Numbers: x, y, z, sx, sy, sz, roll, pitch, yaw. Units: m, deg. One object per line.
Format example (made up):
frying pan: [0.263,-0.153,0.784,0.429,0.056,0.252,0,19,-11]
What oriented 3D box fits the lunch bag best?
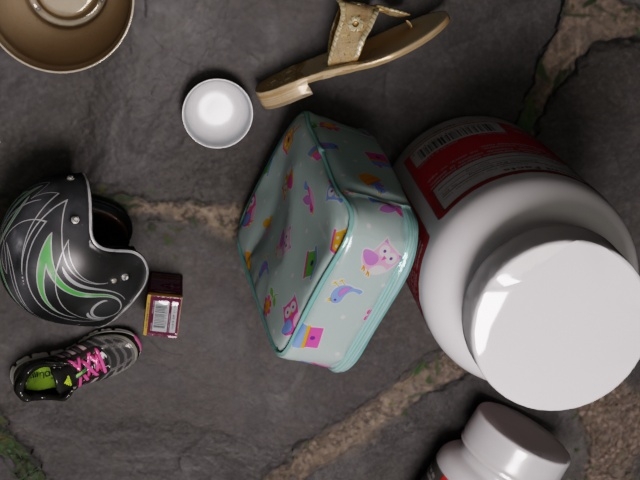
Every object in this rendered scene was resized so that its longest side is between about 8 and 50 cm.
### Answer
lunch bag: [0.000,0.000,1.329,0.107,0.279,0.224,14,118,-22]

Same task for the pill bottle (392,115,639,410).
pill bottle: [0.204,0.016,1.286,0.229,0.408,0.229,-2,109,-5]

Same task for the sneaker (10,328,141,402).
sneaker: [-0.302,0.160,1.457,0.170,0.075,0.063,-15,109,-1]

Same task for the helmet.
helmet: [-0.292,0.010,1.362,0.161,0.169,0.169,34,102,-32]

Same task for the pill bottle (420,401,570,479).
pill bottle: [0.191,0.362,1.532,0.161,0.161,0.283,26,104,-14]

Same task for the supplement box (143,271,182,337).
supplement box: [-0.191,0.078,1.436,0.043,0.083,0.055,6,108,-9]

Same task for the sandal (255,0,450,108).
sandal: [0.025,-0.235,1.352,0.240,0.088,0.079,-24,115,7]

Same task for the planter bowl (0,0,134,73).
planter bowl: [-0.283,-0.273,1.294,0.162,0.109,0.162,-2,109,-6]

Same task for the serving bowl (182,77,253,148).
serving bowl: [-0.122,-0.152,1.395,0.083,0.027,0.083,-2,109,-5]
